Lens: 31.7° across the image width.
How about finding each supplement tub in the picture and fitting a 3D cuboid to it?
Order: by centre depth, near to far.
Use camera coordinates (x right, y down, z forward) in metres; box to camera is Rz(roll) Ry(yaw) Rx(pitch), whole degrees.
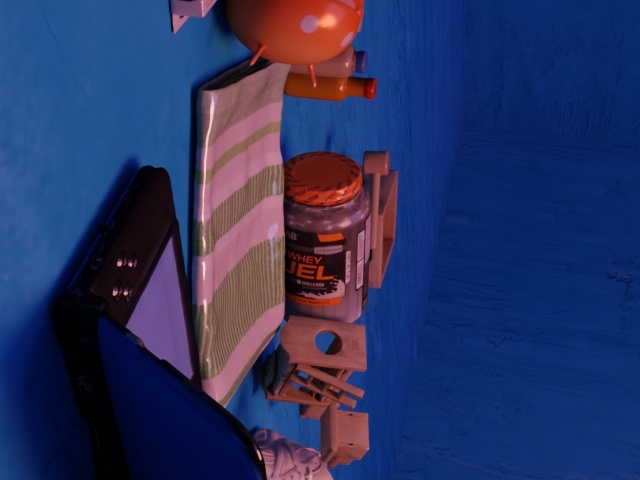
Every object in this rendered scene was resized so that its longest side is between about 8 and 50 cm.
[{"bbox_3d":[0.000,0.000,1.312,0.117,0.117,0.190,-66,160,-54],"label":"supplement tub"}]

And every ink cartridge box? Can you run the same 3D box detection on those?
[{"bbox_3d":[-0.099,-0.209,0.893,0.048,0.028,0.083,-67,161,-53],"label":"ink cartridge box"}]

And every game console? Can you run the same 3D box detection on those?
[{"bbox_3d":[-0.082,0.132,0.852,0.250,0.173,0.293,-70,164,-46],"label":"game console"}]

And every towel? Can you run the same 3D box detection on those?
[{"bbox_3d":[-0.076,-0.014,1.130,0.248,0.038,0.325,-53,149,-66],"label":"towel"}]

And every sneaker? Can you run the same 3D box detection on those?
[{"bbox_3d":[-0.044,0.275,1.284,0.232,0.115,0.090,-39,136,-74],"label":"sneaker"}]

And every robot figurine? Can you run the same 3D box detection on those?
[{"bbox_3d":[-0.016,-0.255,1.022,0.158,0.128,0.219,125,-27,-87],"label":"robot figurine"}]

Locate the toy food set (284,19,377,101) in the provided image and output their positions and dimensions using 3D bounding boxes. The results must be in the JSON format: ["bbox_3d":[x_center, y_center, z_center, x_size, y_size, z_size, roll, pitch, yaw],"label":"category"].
[{"bbox_3d":[0.010,-0.259,1.209,0.111,0.104,0.232,-52,148,-68],"label":"toy food set"}]

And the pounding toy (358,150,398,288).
[{"bbox_3d":[0.048,-0.040,1.579,0.181,0.094,0.206,-68,162,-53],"label":"pounding toy"}]

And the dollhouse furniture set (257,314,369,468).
[{"bbox_3d":[-0.022,0.203,1.314,0.182,0.101,0.161,118,-24,-53],"label":"dollhouse furniture set"}]
